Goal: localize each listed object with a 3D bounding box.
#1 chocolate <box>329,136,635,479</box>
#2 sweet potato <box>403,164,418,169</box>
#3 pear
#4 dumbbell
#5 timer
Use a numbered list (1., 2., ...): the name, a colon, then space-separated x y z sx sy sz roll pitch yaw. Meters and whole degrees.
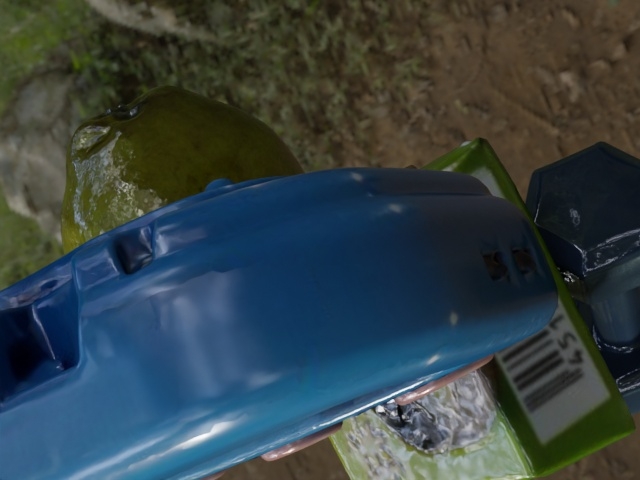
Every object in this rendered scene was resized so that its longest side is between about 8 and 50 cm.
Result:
1. chocolate: 0.097 0.098 1.177 0.289 0.137 0.301 -28 88 52
2. sweet potato: 0.000 0.000 1.442 0.059 0.281 0.067 63 172 -13
3. pear: -0.173 -0.005 1.705 0.413 0.352 0.352 57 153 3
4. dumbbell: 0.297 0.047 1.275 0.156 0.143 0.316 33 162 36
5. timer: -0.063 0.063 0.620 0.340 0.309 0.115 -26 81 25
